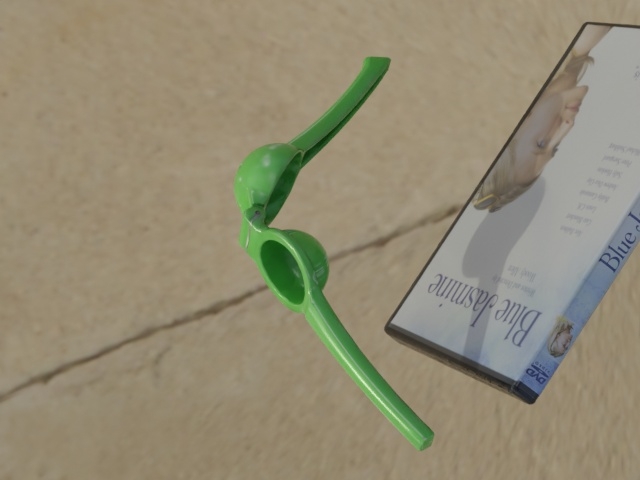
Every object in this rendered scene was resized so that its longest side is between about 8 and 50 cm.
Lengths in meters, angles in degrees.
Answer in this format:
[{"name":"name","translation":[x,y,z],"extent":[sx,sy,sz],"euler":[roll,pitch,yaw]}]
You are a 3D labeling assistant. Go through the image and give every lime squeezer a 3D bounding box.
[{"name":"lime squeezer","translation":[0.000,0.000,1.154],"extent":[0.110,0.310,0.059],"euler":[14,137,-22]}]

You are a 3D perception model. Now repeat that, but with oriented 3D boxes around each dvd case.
[{"name":"dvd case","translation":[0.149,-0.026,1.145],"extent":[0.022,0.180,0.253],"euler":[36,84,-24]}]
